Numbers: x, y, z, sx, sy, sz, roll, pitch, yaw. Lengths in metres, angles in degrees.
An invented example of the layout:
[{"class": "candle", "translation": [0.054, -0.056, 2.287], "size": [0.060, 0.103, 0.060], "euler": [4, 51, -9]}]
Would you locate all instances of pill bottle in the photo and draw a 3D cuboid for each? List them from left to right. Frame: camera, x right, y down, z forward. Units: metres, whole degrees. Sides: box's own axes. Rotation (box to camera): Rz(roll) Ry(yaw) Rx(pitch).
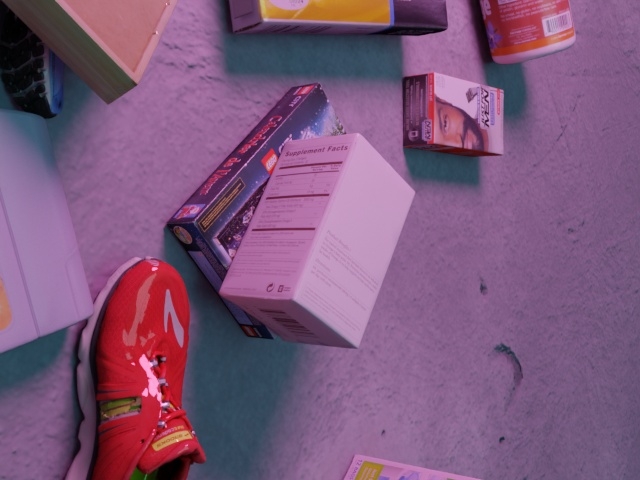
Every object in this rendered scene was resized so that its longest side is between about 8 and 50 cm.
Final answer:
[{"class": "pill bottle", "translation": [0.280, -0.367, 1.173], "size": [0.121, 0.121, 0.216], "euler": [-30, 111, -43]}]

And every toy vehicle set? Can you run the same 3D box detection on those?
[{"class": "toy vehicle set", "translation": [-0.217, -0.250, 0.623], "size": [0.267, 0.035, 0.166], "euler": [47, 35, -31]}]

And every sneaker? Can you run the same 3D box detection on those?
[{"class": "sneaker", "translation": [-0.215, -0.180, 0.686], "size": [0.073, 0.063, 0.162], "euler": [4, 86, -50]}, {"class": "sneaker", "translation": [-0.142, 0.153, 0.716], "size": [0.107, 0.118, 0.279], "euler": [13, 80, -47]}]

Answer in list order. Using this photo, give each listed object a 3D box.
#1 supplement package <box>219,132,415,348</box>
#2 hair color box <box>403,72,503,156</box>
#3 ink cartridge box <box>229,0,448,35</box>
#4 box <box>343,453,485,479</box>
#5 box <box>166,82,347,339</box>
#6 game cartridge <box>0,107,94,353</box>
[{"class": "supplement package", "translation": [0.000, 0.000, 0.813], "size": [0.105, 0.105, 0.179], "euler": [41, 62, -38]}, {"class": "hair color box", "translation": [0.180, -0.164, 1.113], "size": [0.167, 0.053, 0.093], "euler": [0, 90, -46]}, {"class": "ink cartridge box", "translation": [0.016, -0.383, 0.918], "size": [0.303, 0.072, 0.307], "euler": [-12, 100, -41]}, {"class": "box", "translation": [0.116, 0.325, 0.925], "size": [0.103, 0.203, 0.114], "euler": [53, 54, -32]}, {"class": "box", "translation": [-0.039, -0.035, 0.883], "size": [0.233, 0.044, 0.159], "euler": [-52, 125, -34]}, {"class": "game cartridge", "translation": [-0.311, 0.008, 0.588], "size": [0.297, 0.062, 0.198], "euler": [-23, 110, -45]}]
